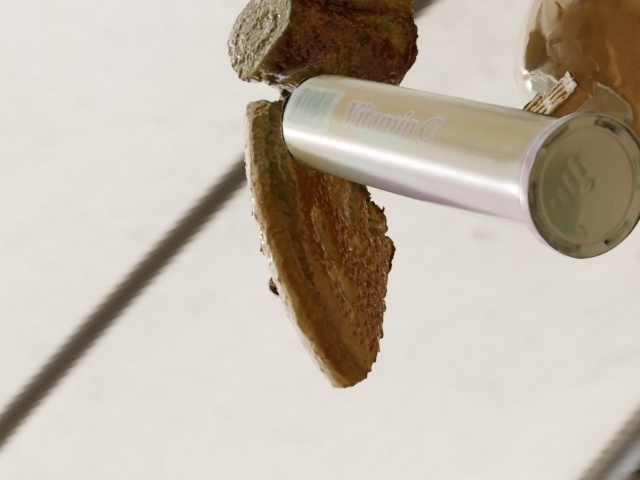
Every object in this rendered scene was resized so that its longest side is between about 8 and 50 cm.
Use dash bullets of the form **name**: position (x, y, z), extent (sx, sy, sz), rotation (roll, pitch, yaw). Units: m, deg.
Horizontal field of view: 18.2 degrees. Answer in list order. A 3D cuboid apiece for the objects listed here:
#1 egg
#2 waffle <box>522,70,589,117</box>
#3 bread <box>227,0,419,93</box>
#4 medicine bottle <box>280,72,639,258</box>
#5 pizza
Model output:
- **egg**: position (0.299, -0.197, 2.052), extent (0.201, 0.201, 0.244), rotation (-3, -80, -72)
- **waffle**: position (0.186, -0.099, 1.813), extent (0.021, 0.135, 0.092), rotation (44, -170, -10)
- **bread**: position (0.005, -0.203, 2.059), extent (0.172, 0.132, 0.103), rotation (12, -135, -37)
- **medicine bottle**: position (0.101, -0.076, 1.630), extent (0.108, 0.108, 0.426), rotation (59, 163, -23)
- **pizza**: position (0.000, 0.000, 1.909), extent (0.229, 0.081, 0.289), rotation (-7, -105, -63)
